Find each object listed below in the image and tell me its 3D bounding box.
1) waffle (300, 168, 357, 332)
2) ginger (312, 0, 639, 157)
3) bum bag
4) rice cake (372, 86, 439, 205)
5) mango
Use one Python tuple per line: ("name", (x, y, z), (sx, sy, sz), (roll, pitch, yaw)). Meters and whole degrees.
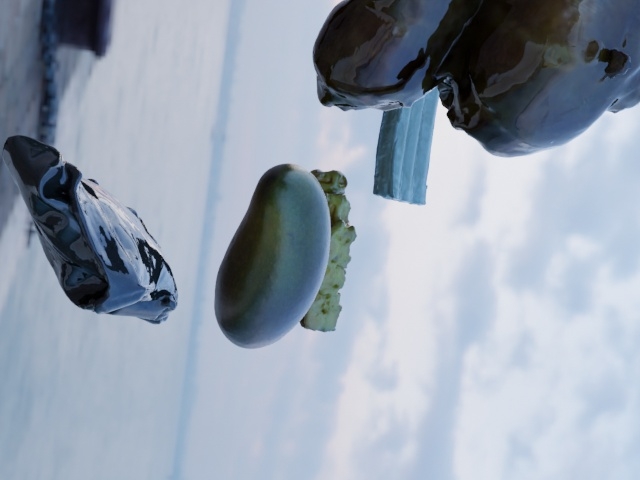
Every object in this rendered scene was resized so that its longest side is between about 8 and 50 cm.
("waffle", (0.000, 0.000, 1.767), (0.160, 0.055, 0.211), (-116, -146, -57))
("ginger", (0.178, -0.250, 0.929), (0.176, 0.254, 0.418), (-49, 163, -82))
("bum bag", (-0.174, 0.009, 1.009), (0.142, 0.079, 0.326), (55, -2, 10))
("rice cake", (0.121, -0.156, 1.723), (0.124, 0.038, 0.211), (6, 95, -61))
("mango", (-0.053, 0.030, 1.385), (0.133, 0.111, 0.268), (-37, 155, -41))
